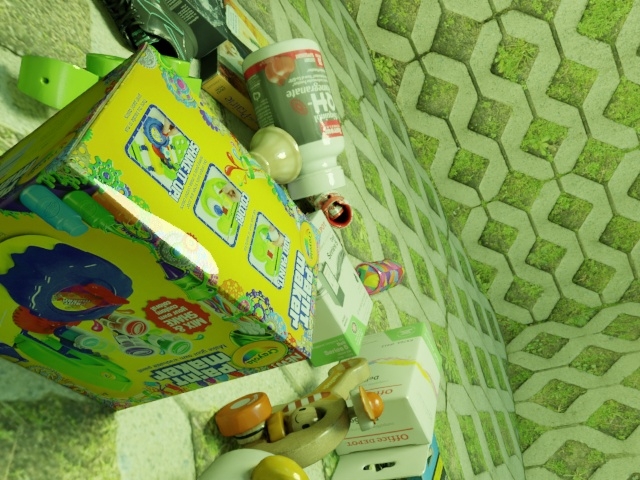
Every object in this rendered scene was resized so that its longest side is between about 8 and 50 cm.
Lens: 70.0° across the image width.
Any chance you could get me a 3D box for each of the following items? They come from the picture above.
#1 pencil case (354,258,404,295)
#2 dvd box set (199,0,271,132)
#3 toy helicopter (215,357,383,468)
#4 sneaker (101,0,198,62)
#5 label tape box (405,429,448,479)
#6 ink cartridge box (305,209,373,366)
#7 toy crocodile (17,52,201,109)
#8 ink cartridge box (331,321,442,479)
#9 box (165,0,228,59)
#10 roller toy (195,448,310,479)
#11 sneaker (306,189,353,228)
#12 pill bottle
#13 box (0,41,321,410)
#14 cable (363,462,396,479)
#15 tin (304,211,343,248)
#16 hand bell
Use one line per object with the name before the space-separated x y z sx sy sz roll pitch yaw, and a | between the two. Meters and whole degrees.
pencil case | 0.174 0.107 1.375 0.236 0.105 0.104 1 70 -65
dvd box set | -0.139 -0.394 1.188 0.420 0.062 0.307 34 42 -50
toy helicopter | 0.016 0.269 0.764 0.355 0.235 0.140 -18 87 -65
sneaker | -0.320 -0.407 0.798 0.267 0.101 0.106 43 37 -41
label tape box | 0.248 0.637 1.059 0.241 0.106 0.333 8 64 -69
ink cartridge box | -0.008 0.099 0.993 0.272 0.115 0.198 60 26 -16
toy crocodile | -0.297 -0.235 0.715 0.340 0.105 0.115 -47 154 -63
ink cartridge box | 0.130 0.328 0.972 0.119 0.207 0.353 64 25 -12
box | -0.283 -0.499 0.953 0.158 0.093 0.155 29 45 -54
roller toy | -0.088 0.356 0.537 0.146 0.191 0.209 -33 112 -65
sneaker | -0.010 -0.140 1.149 0.270 0.090 0.145 52 -2 -36
pill bottle | -0.047 -0.258 1.014 0.176 0.177 0.318 -31 106 -65
box | -0.197 0.019 0.477 0.279 0.290 0.176 47 32 -36
cable | 0.114 0.507 1.003 0.151 0.047 0.184 -23 95 -60
tin | 0.000 0.000 1.182 0.190 0.040 0.106 36 36 -48
hand bell | -0.149 -0.122 0.866 0.126 0.126 0.242 62 38 -14
